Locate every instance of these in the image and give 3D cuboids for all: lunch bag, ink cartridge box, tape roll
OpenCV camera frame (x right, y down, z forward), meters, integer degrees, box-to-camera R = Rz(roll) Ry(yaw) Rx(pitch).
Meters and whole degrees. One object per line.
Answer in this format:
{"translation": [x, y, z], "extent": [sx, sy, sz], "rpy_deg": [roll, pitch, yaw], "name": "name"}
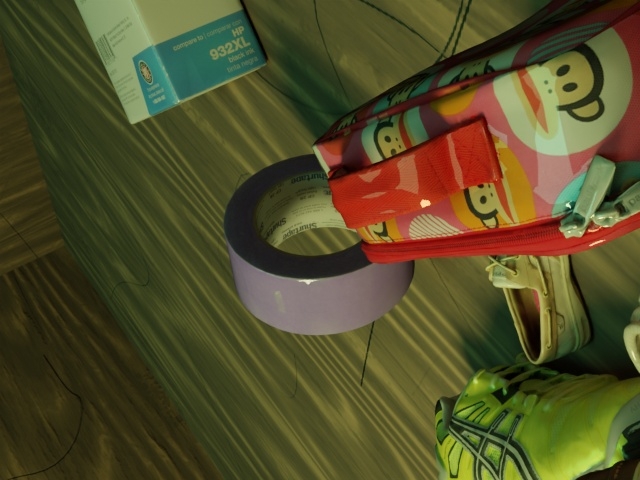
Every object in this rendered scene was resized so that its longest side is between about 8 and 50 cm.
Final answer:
{"translation": [0.124, -0.070, 0.571], "extent": [0.120, 0.258, 0.293], "rpy_deg": [65, 159, -7], "name": "lunch bag"}
{"translation": [-0.213, -0.314, 1.233], "extent": [0.307, 0.129, 0.223], "rpy_deg": [66, 159, -10], "name": "ink cartridge box"}
{"translation": [0.000, 0.000, 1.038], "extent": [0.189, 0.189, 0.080], "rpy_deg": [43, 151, 40], "name": "tape roll"}

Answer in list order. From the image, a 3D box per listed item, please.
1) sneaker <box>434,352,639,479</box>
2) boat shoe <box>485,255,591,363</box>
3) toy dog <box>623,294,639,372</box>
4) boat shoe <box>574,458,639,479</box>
{"translation": [0.185, 0.169, 0.891], "extent": [0.147, 0.145, 0.384], "rpy_deg": [68, 155, 15], "name": "sneaker"}
{"translation": [0.170, 0.025, 0.856], "extent": [0.170, 0.059, 0.063], "rpy_deg": [66, 159, -9], "name": "boat shoe"}
{"translation": [0.318, 0.083, 0.525], "extent": [0.220, 0.161, 0.333], "rpy_deg": [59, 174, 2], "name": "toy dog"}
{"translation": [0.261, 0.227, 0.734], "extent": [0.095, 0.095, 0.257], "rpy_deg": [-15, 131, 38], "name": "boat shoe"}
